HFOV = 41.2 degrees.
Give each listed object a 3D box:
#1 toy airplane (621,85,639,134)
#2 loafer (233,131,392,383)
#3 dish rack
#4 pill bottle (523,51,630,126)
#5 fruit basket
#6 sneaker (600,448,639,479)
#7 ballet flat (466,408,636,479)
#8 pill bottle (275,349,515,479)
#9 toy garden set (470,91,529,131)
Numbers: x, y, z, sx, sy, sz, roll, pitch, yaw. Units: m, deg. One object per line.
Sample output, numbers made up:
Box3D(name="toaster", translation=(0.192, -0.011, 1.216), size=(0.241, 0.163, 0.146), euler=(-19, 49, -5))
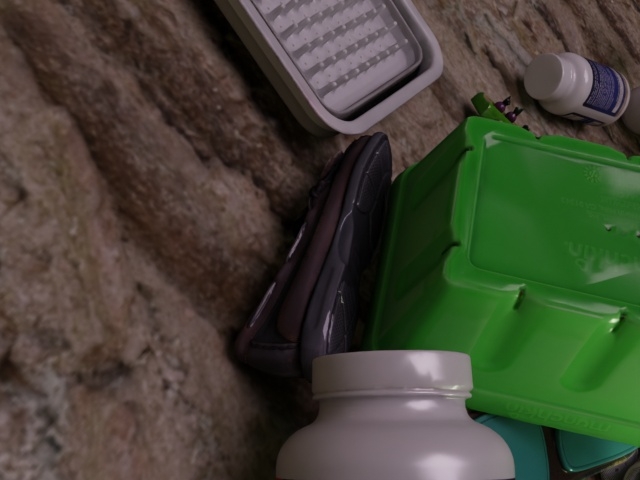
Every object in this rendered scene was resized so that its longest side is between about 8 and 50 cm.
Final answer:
Box3D(name="toy airplane", translation=(0.638, -0.228, 1.401), size=(0.386, 0.272, 0.384), euler=(-57, 142, -58))
Box3D(name="loafer", translation=(0.000, 0.000, 0.814), size=(0.109, 0.095, 0.302), euler=(76, 24, -44))
Box3D(name="dish rack", translation=(-0.019, -0.279, 0.963), size=(0.333, 0.072, 0.285), euler=(55, 42, -5))
Box3D(name="pill bottle", translation=(0.388, -0.233, 1.298), size=(0.169, 0.094, 0.094), euler=(7, 64, -41))
Box3D(name="fruit basket", translation=(0.232, 0.058, 0.852), size=(0.392, 0.392, 0.283), euler=(30, 58, -28))
Box3D(name="sneaker", translation=(0.464, 0.235, 1.042), size=(0.210, 0.137, 0.366), euler=(21, 73, -33))
Box3D(name="ballet flat", translation=(0.200, 0.212, 0.868), size=(0.348, 0.123, 0.123), euler=(-4, 71, -40))
Box3D(name="pill bottle", translation=(0.056, 0.249, 0.628), size=(0.181, 0.181, 0.323), euler=(10, 72, -39))
Box3D(name="toy garden set", translation=(0.309, -0.081, 1.111), size=(0.204, 0.049, 0.244), euler=(34, 26, -34))
